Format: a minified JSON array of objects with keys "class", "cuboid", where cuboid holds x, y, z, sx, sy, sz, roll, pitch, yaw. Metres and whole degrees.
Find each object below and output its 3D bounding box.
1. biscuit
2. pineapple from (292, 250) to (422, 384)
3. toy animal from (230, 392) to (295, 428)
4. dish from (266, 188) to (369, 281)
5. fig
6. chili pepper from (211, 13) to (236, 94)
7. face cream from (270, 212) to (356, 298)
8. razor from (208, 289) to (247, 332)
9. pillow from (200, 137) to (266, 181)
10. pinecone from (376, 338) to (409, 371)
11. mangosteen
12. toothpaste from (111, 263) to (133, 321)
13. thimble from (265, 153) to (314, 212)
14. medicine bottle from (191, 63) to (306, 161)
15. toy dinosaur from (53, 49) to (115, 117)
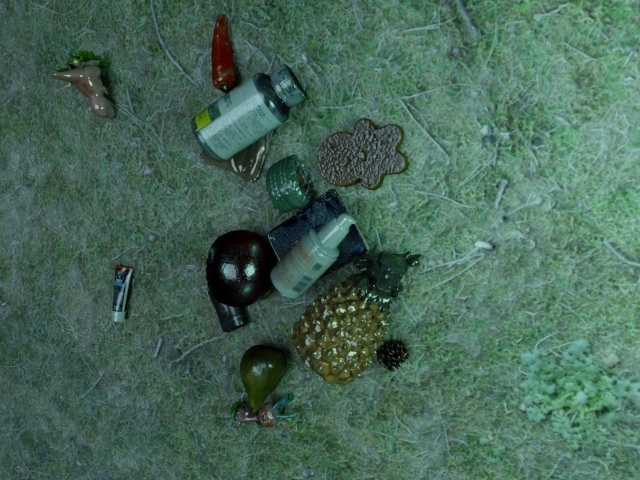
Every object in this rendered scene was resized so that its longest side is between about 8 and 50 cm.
[{"class":"biscuit","cuboid":[0.100,-0.211,1.110,0.236,0.039,0.180,-4,96,26]},{"class":"pineapple","cuboid":[0.097,0.151,1.064,0.223,0.223,0.357,37,99,17]},{"class":"toy animal","cuboid":[-0.164,0.508,1.301,0.208,0.100,0.103,-22,126,23]},{"class":"dish","cuboid":[0.000,0.000,1.158,0.243,0.080,0.182,-32,82,26]},{"class":"fig","cuboid":[-0.172,0.383,1.236,0.133,0.126,0.185,9,63,22]},{"class":"chili pepper","cuboid":[-0.270,-0.496,1.235,0.071,0.063,0.272,-11,80,28]},{"class":"face cream","cuboid":[-0.011,0.027,1.067,0.101,0.101,0.251,48,113,13]},{"class":"razor","cuboid":[-0.277,0.197,1.324,0.090,0.054,0.148,-27,84,25]},{"class":"pillow","cuboid":[-0.252,-0.257,1.273,0.211,0.034,0.135,25,100,19]},{"class":"pinecone","cuboid":[0.180,0.284,1.112,0.083,0.077,0.077,-46,77,11]},{"class":"mangosteen","cuboid":[-0.203,0.074,1.206,0.216,0.216,0.216,3,97,25]},{"class":"toothpaste","cuboid":[-0.680,0.181,1.521,0.071,0.045,0.193,8,93,16]},{"class":"thimble","cuboid":[-0.078,-0.144,1.154,0.090,0.118,0.135,-20,49,22]},{"class":"medicine bottle","cuboid":[-0.183,-0.335,1.159,0.293,0.141,0.141,-28,84,14]},{"class":"toy dinosaur","cuboid":[-0.756,-0.492,1.418,0.152,0.194,0.177,-15,68,17]}]
